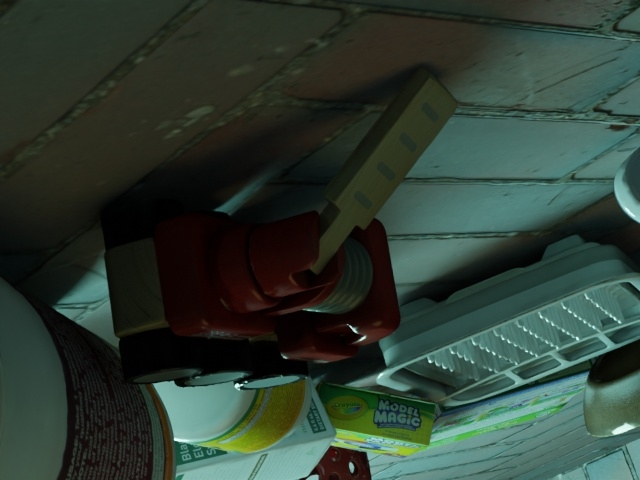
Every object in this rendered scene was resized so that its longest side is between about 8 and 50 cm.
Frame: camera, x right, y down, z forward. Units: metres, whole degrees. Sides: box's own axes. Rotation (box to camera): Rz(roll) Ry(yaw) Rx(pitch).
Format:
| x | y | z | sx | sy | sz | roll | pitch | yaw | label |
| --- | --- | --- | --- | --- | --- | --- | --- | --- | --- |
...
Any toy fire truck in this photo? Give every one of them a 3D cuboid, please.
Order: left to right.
| x | y | z | sx | sy | sz | roll | pitch | yaw | label |
| --- | --- | --- | --- | --- | --- | --- | --- | --- | --- |
| 0.000 | 0.000 | 1.118 | 0.246 | 0.158 | 0.217 | -15 | 166 | 26 | toy fire truck |

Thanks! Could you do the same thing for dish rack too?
| x | y | z | sx | sy | sz | roll | pitch | yaw | label |
| --- | --- | --- | --- | --- | --- | --- | --- | --- | --- |
| 0.214 | 0.082 | 1.694 | 0.286 | 0.072 | 0.333 | -23 | 163 | 15 | dish rack |

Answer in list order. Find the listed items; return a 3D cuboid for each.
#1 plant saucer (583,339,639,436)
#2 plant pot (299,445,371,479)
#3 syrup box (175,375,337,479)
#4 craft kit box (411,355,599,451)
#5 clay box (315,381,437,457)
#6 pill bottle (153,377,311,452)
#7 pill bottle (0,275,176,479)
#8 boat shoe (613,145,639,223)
| x | y | z | sx | sy | sz | roll | pitch | yaw | label |
| --- | --- | --- | --- | --- | --- | --- | --- | --- | --- |
| 0.408 | 0.103 | 1.827 | 0.310 | 0.050 | 0.310 | -40 | -176 | 3 | plant saucer |
| -0.024 | 0.321 | 2.029 | 0.191 | 0.174 | 0.191 | -17 | 166 | -4 | plant pot |
| -0.116 | 0.203 | 1.654 | 0.237 | 0.093 | 0.096 | -9 | 148 | -29 | syrup box |
| 0.231 | 0.202 | 2.134 | 0.250 | 0.061 | 0.246 | -14 | 160 | -17 | craft kit box |
| 0.050 | 0.197 | 1.790 | 0.127 | 0.053 | 0.222 | 10 | 169 | -3 | clay box |
| -0.079 | 0.125 | 1.433 | 0.118 | 0.117 | 0.208 | -22 | 164 | 12 | pill bottle |
| -0.249 | 0.130 | 1.078 | 0.224 | 0.224 | 0.392 | -20 | 163 | 5 | pill bottle |
| 0.339 | -0.040 | 1.397 | 0.258 | 0.095 | 0.084 | -6 | 155 | -34 | boat shoe |
